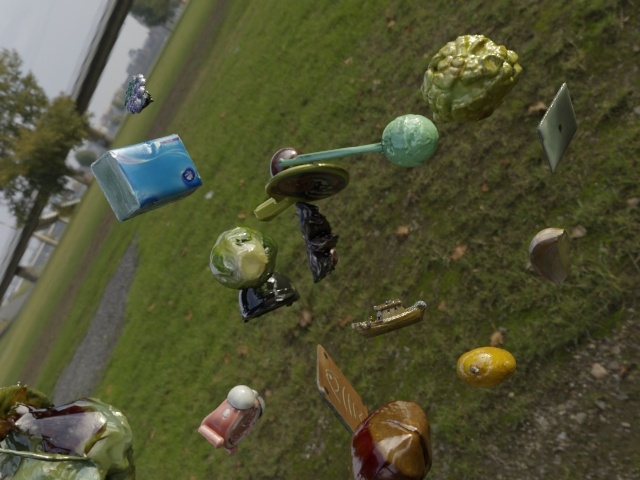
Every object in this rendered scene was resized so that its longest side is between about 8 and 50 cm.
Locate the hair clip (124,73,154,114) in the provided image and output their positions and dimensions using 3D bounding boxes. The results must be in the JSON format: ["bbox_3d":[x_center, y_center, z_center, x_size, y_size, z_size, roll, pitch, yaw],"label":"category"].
[{"bbox_3d":[-0.572,-0.458,1.844,0.195,0.052,0.124,34,102,50],"label":"hair clip"}]

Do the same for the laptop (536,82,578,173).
[{"bbox_3d":[0.790,-0.373,1.951,0.015,0.187,0.269,3,46,45],"label":"laptop"}]

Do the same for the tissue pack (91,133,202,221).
[{"bbox_3d":[-0.530,-0.200,1.814,0.146,0.198,0.263,-26,2,39],"label":"tissue pack"}]

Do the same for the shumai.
[{"bbox_3d":[-0.473,0.444,1.064,0.348,0.395,0.395,-56,22,15],"label":"shumai"}]

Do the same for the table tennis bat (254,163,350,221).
[{"bbox_3d":[-0.074,-0.130,1.639,0.369,0.224,0.054,-27,65,48],"label":"table tennis bat"}]

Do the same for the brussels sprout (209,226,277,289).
[{"bbox_3d":[-0.252,0.063,1.938,0.271,0.220,0.210,-162,88,-75],"label":"brussels sprout"}]

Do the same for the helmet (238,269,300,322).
[{"bbox_3d":[-0.204,0.190,2.151,0.231,0.160,0.279,-21,-11,-1],"label":"helmet"}]

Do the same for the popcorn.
[{"bbox_3d":[0.363,-0.385,1.432,0.181,0.235,0.216,58,165,30],"label":"popcorn"}]

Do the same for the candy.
[{"bbox_3d":[0.075,-0.213,1.423,0.440,0.119,0.119,-6,55,34],"label":"candy"}]

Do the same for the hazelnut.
[{"bbox_3d":[0.152,0.453,1.250,0.181,0.180,0.212,3,27,35],"label":"hazelnut"}]

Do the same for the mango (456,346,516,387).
[{"bbox_3d":[0.510,0.388,1.805,0.177,0.317,0.119,-18,76,17],"label":"mango"}]

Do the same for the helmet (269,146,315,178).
[{"bbox_3d":[-0.111,-0.236,1.914,0.155,0.106,0.175,15,69,37],"label":"helmet"}]

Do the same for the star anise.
[{"bbox_3d":[0.000,0.001,1.684,0.236,0.109,0.223,-113,15,-55],"label":"star anise"}]

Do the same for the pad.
[{"bbox_3d":[0.069,0.466,1.738,0.018,0.284,0.286,-34,14,8],"label":"pad"}]

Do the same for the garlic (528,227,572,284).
[{"bbox_3d":[0.624,0.042,1.604,0.087,0.195,0.101,-39,37,-26],"label":"garlic"}]

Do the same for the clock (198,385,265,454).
[{"bbox_3d":[-0.220,0.443,1.487,0.162,0.093,0.166,-50,-26,-15],"label":"clock"}]

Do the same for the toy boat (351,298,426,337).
[{"bbox_3d":[0.275,0.303,2.349,0.089,0.321,0.121,169,88,-71],"label":"toy boat"}]
